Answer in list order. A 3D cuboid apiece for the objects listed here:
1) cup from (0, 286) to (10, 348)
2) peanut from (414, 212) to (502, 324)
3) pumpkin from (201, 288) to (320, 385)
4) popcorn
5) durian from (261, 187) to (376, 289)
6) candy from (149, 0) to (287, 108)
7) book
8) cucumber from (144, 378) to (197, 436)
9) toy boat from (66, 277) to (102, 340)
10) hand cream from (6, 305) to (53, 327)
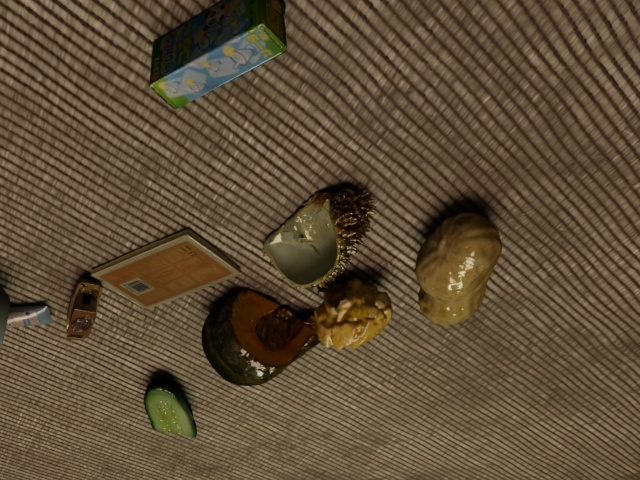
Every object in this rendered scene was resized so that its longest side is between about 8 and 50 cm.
[{"bbox_3d":[-0.754,0.146,1.621,0.312,0.205,0.205,15,141,-24],"label":"cup"},{"bbox_3d":[0.246,0.060,1.642,0.148,0.147,0.319,0,149,-4],"label":"peanut"},{"bbox_3d":[-0.116,0.184,1.829,0.280,0.190,0.139,-31,171,-48],"label":"pumpkin"},{"bbox_3d":[0.063,0.146,1.738,0.167,0.148,0.152,-33,113,21],"label":"popcorn"},{"bbox_3d":[0.000,0.000,1.569,0.139,0.144,0.252,35,139,-12],"label":"durian"},{"bbox_3d":[-0.140,-0.264,1.188,0.194,0.097,0.062,-23,141,25],"label":"candy"},{"bbox_3d":[-0.300,0.061,1.697,0.242,0.018,0.170,-21,142,24],"label":"book"},{"bbox_3d":[-0.363,0.395,2.117,0.115,0.063,0.244,5,145,3],"label":"cucumber"},{"bbox_3d":[-0.478,0.147,1.752,0.057,0.077,0.200,10,142,-19],"label":"toy boat"},{"bbox_3d":[-0.639,0.157,1.786,0.171,0.043,0.065,-5,146,-5],"label":"hand cream"}]
